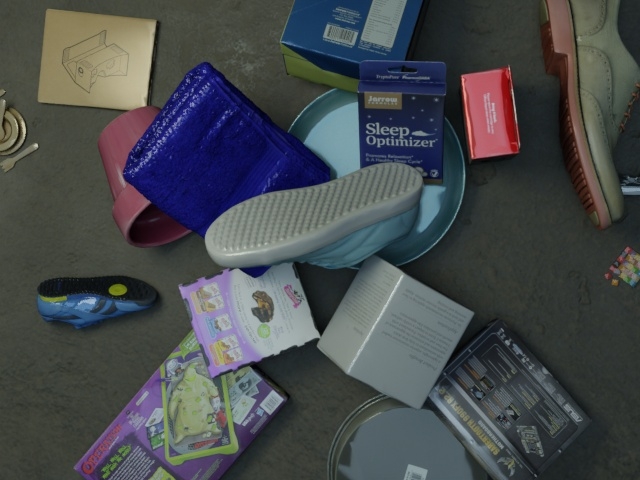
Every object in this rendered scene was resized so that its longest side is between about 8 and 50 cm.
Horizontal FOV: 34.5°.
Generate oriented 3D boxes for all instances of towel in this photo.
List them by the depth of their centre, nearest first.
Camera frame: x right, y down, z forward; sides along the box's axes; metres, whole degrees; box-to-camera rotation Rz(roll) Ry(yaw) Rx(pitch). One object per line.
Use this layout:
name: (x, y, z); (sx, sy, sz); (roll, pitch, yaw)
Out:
towel: (-0.133, -0.103, 1.611); (0.308, 0.076, 0.228); (39, 80, -33)

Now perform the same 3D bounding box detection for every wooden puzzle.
wooden puzzle: (0.514, 0.044, 1.711); (0.049, 0.006, 0.083); (37, 95, 5)

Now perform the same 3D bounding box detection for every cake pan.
cake pan: (0.154, 0.400, 1.738); (0.293, 0.054, 0.293); (0, 91, 6)

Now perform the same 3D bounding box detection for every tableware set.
tableware set: (-0.612, -0.167, 1.829); (0.194, 0.039, 0.128); (-33, 87, 6)

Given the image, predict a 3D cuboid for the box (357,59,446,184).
box: (0.128, -0.182, 1.625); (0.136, 0.036, 0.225); (3, 135, 7)

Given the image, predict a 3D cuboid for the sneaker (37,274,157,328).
sneaker: (-0.388, 0.112, 1.802); (0.209, 0.069, 0.082); (0, 124, -2)

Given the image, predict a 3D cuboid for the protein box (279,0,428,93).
protein box: (0.062, -0.359, 1.672); (0.199, 0.136, 0.201); (16, 78, 7)

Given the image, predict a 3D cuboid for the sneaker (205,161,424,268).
sneaker: (0.000, 0.000, 1.613); (0.366, 0.135, 0.150); (-16, 130, -18)

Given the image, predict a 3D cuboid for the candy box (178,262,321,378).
candy box: (-0.119, 0.123, 1.731); (0.196, 0.070, 0.165); (-19, 84, -8)

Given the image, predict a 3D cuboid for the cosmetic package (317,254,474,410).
cosmetic package: (0.118, 0.144, 1.660); (0.151, 0.151, 0.184); (30, 92, -22)

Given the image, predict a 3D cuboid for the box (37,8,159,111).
box: (-0.391, -0.314, 1.808); (0.201, 0.021, 0.164); (7, 92, 6)

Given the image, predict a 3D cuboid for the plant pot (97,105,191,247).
plant pot: (-0.275, -0.117, 1.722); (0.201, 0.201, 0.180); (-35, 72, 6)

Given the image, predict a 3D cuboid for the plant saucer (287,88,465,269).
plant saucer: (0.085, -0.109, 1.743); (0.317, 0.044, 0.318); (0, 91, 8)

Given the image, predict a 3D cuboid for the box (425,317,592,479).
box: (0.301, 0.273, 1.689); (0.183, 0.056, 0.231); (-41, 86, -13)

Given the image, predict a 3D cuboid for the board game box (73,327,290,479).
board game box: (-0.241, 0.333, 1.790); (0.208, 0.056, 0.347); (41, 95, 0)

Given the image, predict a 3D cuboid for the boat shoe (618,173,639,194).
boat shoe: (0.531, -0.094, 1.686); (0.142, 0.049, 0.040); (1, 91, 9)

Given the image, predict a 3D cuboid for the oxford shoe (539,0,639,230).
oxford shoe: (0.453, -0.217, 1.643); (0.146, 0.140, 0.397); (-9, 87, 3)

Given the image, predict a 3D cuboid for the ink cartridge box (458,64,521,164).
ink cartridge box: (0.265, -0.194, 1.624); (0.078, 0.231, 0.134); (-8, 90, 7)
